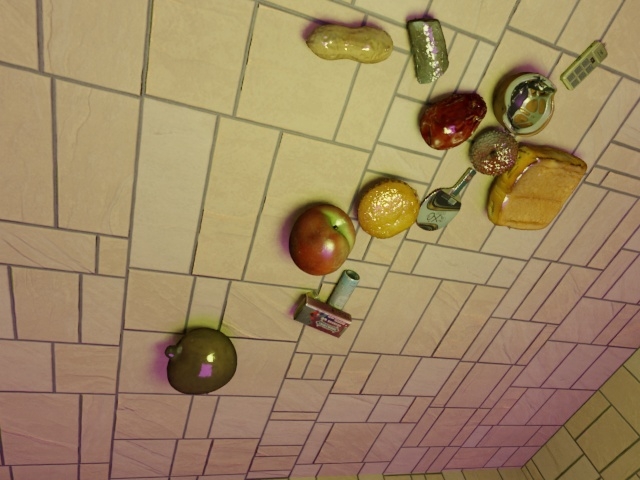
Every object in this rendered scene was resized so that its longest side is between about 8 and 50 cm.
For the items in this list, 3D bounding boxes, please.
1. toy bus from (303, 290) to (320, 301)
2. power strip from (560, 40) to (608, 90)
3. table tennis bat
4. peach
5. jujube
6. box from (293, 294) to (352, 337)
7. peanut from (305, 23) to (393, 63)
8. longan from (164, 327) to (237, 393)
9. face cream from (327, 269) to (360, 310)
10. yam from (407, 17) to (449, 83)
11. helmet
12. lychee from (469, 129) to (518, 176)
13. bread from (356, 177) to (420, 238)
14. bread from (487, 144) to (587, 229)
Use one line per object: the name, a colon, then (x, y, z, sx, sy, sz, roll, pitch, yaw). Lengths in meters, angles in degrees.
toy bus: (-0.022, 0.297, 1.753, 0.072, 0.057, 0.172, -22, 126, -7)
power strip: (0.911, -0.604, 1.386, 0.076, 0.028, 0.169, 31, 112, -28)
table tennis bat: (0.500, -0.158, 1.594, 0.173, 0.022, 0.301, 26, 116, -27)
peach: (0.000, 0.000, 1.443, 0.251, 0.253, 0.253, -6, 125, -9)
jujube: (0.445, -0.400, 1.337, 0.236, 0.168, 0.168, -31, 127, -12)
box: (0.009, 0.321, 1.689, 0.223, 0.069, 0.120, 24, 120, -17)
peanut: (0.088, -0.569, 1.165, 0.262, 0.117, 0.101, 1, 102, -10)
longan: (-0.494, 0.494, 1.660, 0.299, 0.243, 0.301, -4, 105, -15)
face cream: (0.089, 0.234, 1.725, 0.075, 0.075, 0.230, 14, 119, -22)
yam: (0.327, -0.582, 1.220, 0.106, 0.107, 0.183, -24, 124, 4)
helmet: (0.672, -0.465, 1.360, 0.224, 0.130, 0.198, 31, 109, -36)
lychee: (0.611, -0.307, 1.423, 0.165, 0.197, 0.165, 13, 116, 28)
bread: (0.242, -0.120, 1.483, 0.239, 0.139, 0.240, -6, 124, -9)
bread: (0.809, -0.200, 1.564, 0.336, 0.148, 0.328, 2, 126, -21)
